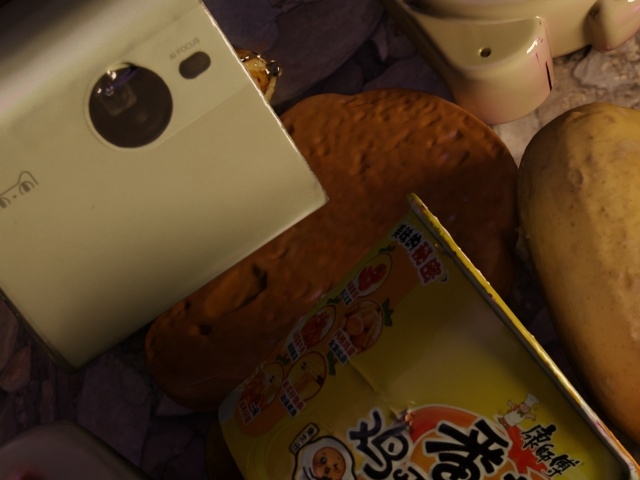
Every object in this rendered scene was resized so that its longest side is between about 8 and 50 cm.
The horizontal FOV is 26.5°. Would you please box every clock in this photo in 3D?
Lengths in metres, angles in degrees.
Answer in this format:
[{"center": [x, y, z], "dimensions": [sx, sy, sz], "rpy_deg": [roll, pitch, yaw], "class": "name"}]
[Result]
[{"center": [0.194, -0.283, 1.236], "dimensions": [0.309, 0.114, 0.284], "rpy_deg": [-32, 56, -1], "class": "clock"}]

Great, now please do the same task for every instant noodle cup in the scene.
[{"center": [0.067, 0.126, 0.919], "dimensions": [0.200, 0.264, 0.264], "rpy_deg": [-39, 57, 5], "class": "instant noodle cup"}]

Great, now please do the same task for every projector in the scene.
[{"center": [-0.174, -0.079, 1.084], "dimensions": [0.249, 0.249, 0.248], "rpy_deg": [-34, 23, -2], "class": "projector"}]

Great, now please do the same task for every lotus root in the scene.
[{"center": [0.243, 0.047, 1.008], "dimensions": [0.151, 0.169, 0.343], "rpy_deg": [-22, 59, 15], "class": "lotus root"}]

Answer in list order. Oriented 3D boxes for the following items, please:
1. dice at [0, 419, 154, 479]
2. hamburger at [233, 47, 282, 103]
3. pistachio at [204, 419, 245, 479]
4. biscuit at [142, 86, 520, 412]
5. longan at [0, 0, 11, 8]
[{"center": [-0.183, 0.266, 1.037], "dimensions": [0.192, 0.194, 0.193], "rpy_deg": [32, 76, 32], "class": "dice"}, {"center": [-0.121, -0.123, 1.286], "dimensions": [0.176, 0.087, 0.102], "rpy_deg": [-45, 41, 0], "class": "hamburger"}, {"center": [-0.022, 0.199, 1.067], "dimensions": [0.110, 0.100, 0.189], "rpy_deg": [-32, 57, 1], "class": "pistachio"}, {"center": [0.000, 0.000, 1.164], "dimensions": [0.351, 0.057, 0.312], "rpy_deg": [-29, 44, 2], "class": "biscuit"}, {"center": [-0.281, -0.141, 1.289], "dimensions": [0.212, 0.198, 0.198], "rpy_deg": [-48, 56, 15], "class": "longan"}]
